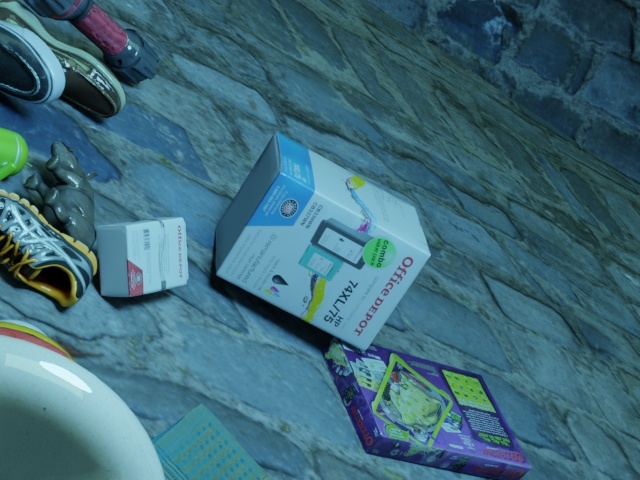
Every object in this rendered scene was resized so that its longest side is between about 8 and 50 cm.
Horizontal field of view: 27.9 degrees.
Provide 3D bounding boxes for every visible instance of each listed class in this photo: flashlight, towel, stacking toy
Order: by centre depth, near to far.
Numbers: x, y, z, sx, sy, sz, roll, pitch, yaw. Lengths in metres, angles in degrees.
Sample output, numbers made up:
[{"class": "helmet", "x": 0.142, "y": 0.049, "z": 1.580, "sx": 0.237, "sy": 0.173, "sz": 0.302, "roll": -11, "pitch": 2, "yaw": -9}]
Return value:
[{"class": "stacking toy", "x": -0.332, "y": 0.184, "z": 1.264, "sx": 0.351, "sy": 0.350, "sz": 0.480, "roll": 33, "pitch": 9, "yaw": -17}, {"class": "towel", "x": -0.089, "y": 0.378, "z": 1.523, "sx": 0.370, "sy": 0.040, "sz": 0.271, "roll": 47, "pitch": 26, "yaw": 8}, {"class": "flashlight", "x": -0.374, "y": -0.360, "z": 2.149, "sx": 0.304, "sy": 0.103, "sz": 0.103, "roll": 42, "pitch": 47, "yaw": -55}]

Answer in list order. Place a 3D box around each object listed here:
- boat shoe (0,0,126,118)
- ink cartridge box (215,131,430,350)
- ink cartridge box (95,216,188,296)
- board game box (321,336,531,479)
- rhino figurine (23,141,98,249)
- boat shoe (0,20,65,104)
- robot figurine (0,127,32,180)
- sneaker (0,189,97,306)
[{"class": "boat shoe", "x": -0.433, "y": -0.270, "z": 2.052, "sx": 0.257, "sy": 0.095, "sz": 0.095, "roll": 36, "pitch": 44, "yaw": -6}, {"class": "ink cartridge box", "x": 0.000, "y": 0.000, "z": 2.020, "sx": 0.270, "sy": 0.198, "sz": 0.197, "roll": 28, "pitch": 18, "yaw": -15}, {"class": "ink cartridge box", "x": -0.248, "y": 0.022, "z": 1.799, "sx": 0.135, "sy": 0.056, "sz": 0.099, "roll": -11, "pitch": 99, "yaw": -60}, {"class": "board game box", "x": 0.171, "y": 0.271, "z": 2.056, "sx": 0.347, "sy": 0.056, "sz": 0.208, "roll": 19, "pitch": 28, "yaw": -38}, {"class": "rhino figurine", "x": -0.358, "y": -0.062, "z": 1.811, "sx": 0.106, "sy": 0.073, "sz": 0.243, "roll": 49, "pitch": 17, "yaw": -32}, {"class": "boat shoe", "x": -0.526, "y": -0.295, "z": 1.917, "sx": 0.306, "sy": 0.113, "sz": 0.105, "roll": 39, "pitch": 31, "yaw": 1}, {"class": "robot figurine", "x": -0.456, "y": -0.125, "z": 1.786, "sx": 0.115, "sy": 0.067, "sz": 0.101, "roll": 12, "pitch": 29, "yaw": -47}, {"class": "sneaker", "x": -0.382, "y": 0.009, "z": 1.657, "sx": 0.215, "sy": 0.084, "sz": 0.083, "roll": 31, "pitch": 32, "yaw": -23}]
